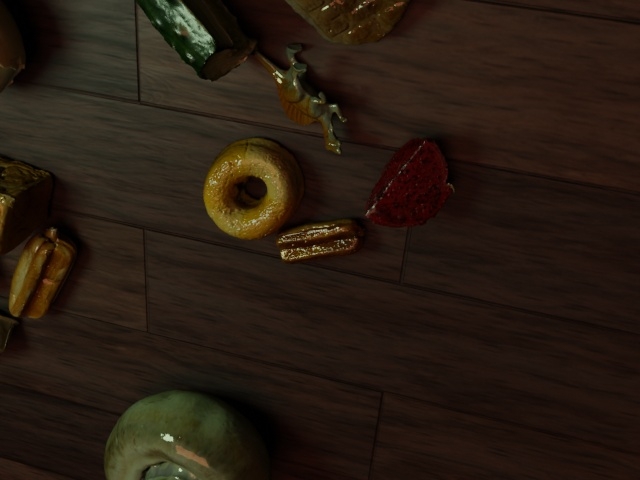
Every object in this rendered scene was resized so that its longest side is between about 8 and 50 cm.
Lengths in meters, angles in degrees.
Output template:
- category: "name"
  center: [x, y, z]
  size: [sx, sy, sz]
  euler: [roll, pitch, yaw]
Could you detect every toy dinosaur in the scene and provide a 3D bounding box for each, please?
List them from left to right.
- category: "toy dinosaur"
  center: [-0.037, -0.237, 1.217]
  size: [0.212, 0.057, 0.142]
  euler: [35, 146, 33]

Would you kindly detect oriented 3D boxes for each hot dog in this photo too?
- category: "hot dog"
  center: [-0.559, 0.061, 1.522]
  size: [0.102, 0.076, 0.249]
  euler: [10, 130, -32]
- category: "hot dog"
  center: [0.000, 0.000, 1.328]
  size: [0.165, 0.045, 0.071]
  euler: [-11, 112, 22]

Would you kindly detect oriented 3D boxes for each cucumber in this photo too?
- category: "cucumber"
  center: [-0.241, -0.388, 1.138]
  size: [0.105, 0.145, 0.325]
  euler: [-34, 94, 30]

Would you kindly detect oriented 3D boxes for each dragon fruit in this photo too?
- category: "dragon fruit"
  center: [0.149, -0.088, 1.219]
  size: [0.106, 0.083, 0.162]
  euler: [30, 105, -21]

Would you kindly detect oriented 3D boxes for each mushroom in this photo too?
- category: "mushroom"
  center: [-0.271, 0.466, 1.539]
  size: [0.352, 0.260, 0.352]
  euler: [7, 124, 11]

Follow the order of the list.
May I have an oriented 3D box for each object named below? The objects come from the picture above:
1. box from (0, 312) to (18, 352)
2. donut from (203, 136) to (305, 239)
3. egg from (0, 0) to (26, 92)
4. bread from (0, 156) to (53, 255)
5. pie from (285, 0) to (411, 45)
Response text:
- category: "box"
  center: [-0.744, 0.196, 1.639]
  size: [0.177, 0.111, 0.111]
  euler: [-12, 113, 22]
- category: "donut"
  center: [-0.121, -0.081, 1.305]
  size: [0.190, 0.075, 0.174]
  euler: [-34, 103, 29]
- category: "egg"
  center: [-0.608, -0.344, 1.249]
  size: [0.201, 0.201, 0.245]
  euler: [-22, 97, 26]
- category: "bread"
  center: [-0.609, -0.068, 1.423]
  size: [0.149, 0.158, 0.143]
  euler: [23, 123, 10]
- category: "pie"
  center: [0.040, -0.362, 1.081]
  size: [0.195, 0.046, 0.195]
  euler: [4, 145, 3]
